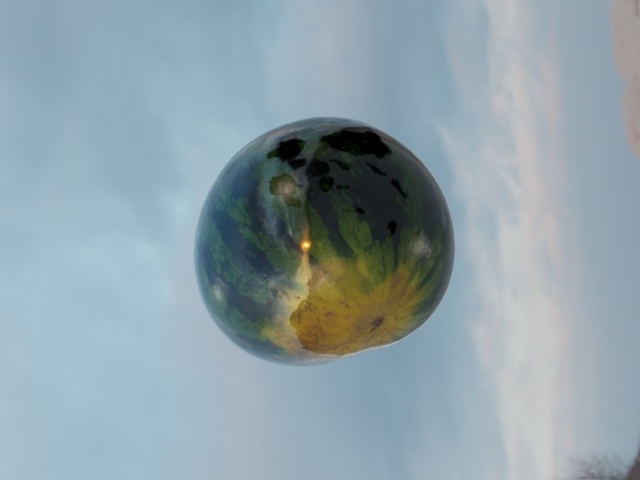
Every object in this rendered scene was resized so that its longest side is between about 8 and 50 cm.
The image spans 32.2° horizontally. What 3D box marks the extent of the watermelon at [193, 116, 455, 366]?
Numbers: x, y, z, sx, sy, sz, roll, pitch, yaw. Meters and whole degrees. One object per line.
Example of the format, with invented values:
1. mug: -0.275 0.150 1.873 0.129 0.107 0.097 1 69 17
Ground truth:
1. watermelon: 0.001 0.002 1.117 0.269 0.269 0.269 -5 -90 -73
